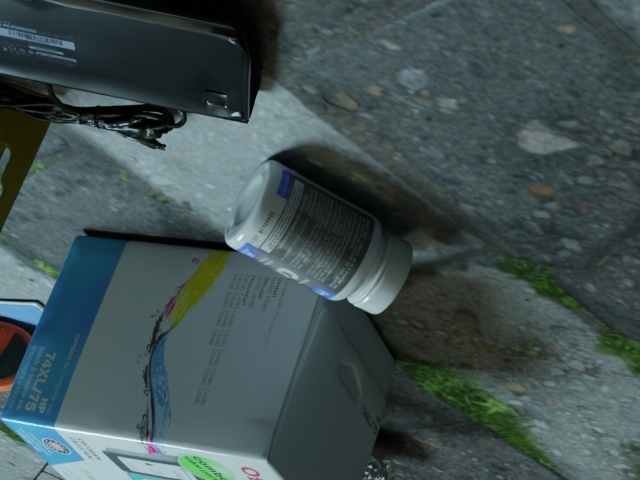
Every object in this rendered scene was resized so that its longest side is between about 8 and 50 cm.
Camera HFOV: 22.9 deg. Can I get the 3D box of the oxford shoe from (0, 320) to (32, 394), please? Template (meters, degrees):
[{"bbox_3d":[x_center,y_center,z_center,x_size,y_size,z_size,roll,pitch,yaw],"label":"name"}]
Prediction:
[{"bbox_3d":[-0.428,0.122,1.742,0.271,0.097,0.098,15,163,15],"label":"oxford shoe"}]

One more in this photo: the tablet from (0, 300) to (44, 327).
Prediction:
[{"bbox_3d":[-0.318,0.078,1.679,0.083,0.006,0.054,1,148,33],"label":"tablet"}]

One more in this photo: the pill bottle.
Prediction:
[{"bbox_3d":[0.000,0.000,1.250,0.137,0.078,0.078,29,151,-16],"label":"pill bottle"}]

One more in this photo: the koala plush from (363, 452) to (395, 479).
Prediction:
[{"bbox_3d":[-0.039,0.231,1.637,0.196,0.203,0.221,7,173,41],"label":"koala plush"}]

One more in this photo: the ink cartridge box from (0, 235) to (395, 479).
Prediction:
[{"bbox_3d":[-0.103,0.135,1.434,0.270,0.197,0.198,5,150,26],"label":"ink cartridge box"}]

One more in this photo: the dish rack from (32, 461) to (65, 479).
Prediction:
[{"bbox_3d":[-0.212,0.282,1.683,0.074,0.271,0.208,1,137,54],"label":"dish rack"}]

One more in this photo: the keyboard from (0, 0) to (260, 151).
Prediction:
[{"bbox_3d":[-0.200,-0.137,1.154,0.317,0.033,0.201,13,155,2],"label":"keyboard"}]

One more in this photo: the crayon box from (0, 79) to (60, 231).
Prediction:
[{"bbox_3d":[-0.386,-0.057,1.263,0.318,0.202,0.081,16,153,8],"label":"crayon box"}]
